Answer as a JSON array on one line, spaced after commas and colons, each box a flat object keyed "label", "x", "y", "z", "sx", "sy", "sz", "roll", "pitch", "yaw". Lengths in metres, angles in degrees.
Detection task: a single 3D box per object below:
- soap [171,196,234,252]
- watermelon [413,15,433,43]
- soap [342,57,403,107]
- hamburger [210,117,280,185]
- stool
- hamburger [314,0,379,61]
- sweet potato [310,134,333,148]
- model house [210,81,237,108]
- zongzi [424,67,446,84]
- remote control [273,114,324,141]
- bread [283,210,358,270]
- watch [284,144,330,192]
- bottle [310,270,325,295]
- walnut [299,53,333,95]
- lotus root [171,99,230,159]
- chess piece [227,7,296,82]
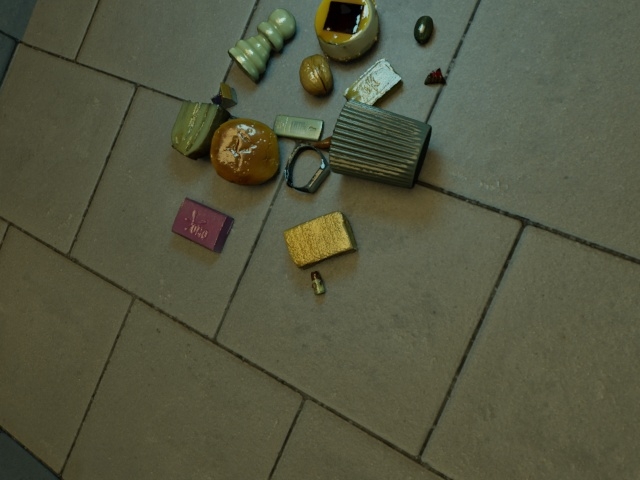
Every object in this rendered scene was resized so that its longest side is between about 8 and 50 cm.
[{"label": "soap", "x": -0.553, "y": -0.072, "z": 1.957, "sx": 0.259, "sy": 0.081, "sz": 0.181, "roll": 25, "pitch": 92, "yaw": 19}, {"label": "watermelon", "x": 0.423, "y": -0.865, "z": 1.714, "sx": 0.078, "sy": 0.078, "sz": 0.111, "roll": 18, "pitch": 92, "yaw": 19}, {"label": "soap", "x": 0.221, "y": -0.643, "z": 1.762, "sx": 0.233, "sy": 0.076, "sz": 0.135, "roll": -38, "pitch": 76, "yaw": 10}, {"label": "hamburger", "x": -0.327, "y": -0.386, "z": 1.844, "sx": 0.313, "sy": 0.170, "sz": 0.290, "roll": 5, "pitch": 95, "yaw": -10}, {"label": "stool", "x": 0.237, "y": -0.364, "z": 1.626, "sx": 0.329, "sy": 0.297, "sz": 0.297, "roll": 18, "pitch": 91, "yaw": 14}, {"label": "hamburger", "x": 0.114, "y": -0.911, "z": 1.771, "sx": 0.275, "sy": 0.179, "sz": 0.295, "roll": 16, "pitch": 93, "yaw": 22}, {"label": "sweet potato", "x": 0.038, "y": -0.426, "z": 1.811, "sx": 0.194, "sy": 0.056, "sz": 0.057, "roll": -11, "pitch": 81, "yaw": 28}, {"label": "model house", "x": -0.466, "y": -0.687, "z": 1.979, "sx": 0.100, "sy": 0.100, "sz": 0.088, "roll": -16, "pitch": 80, "yaw": 17}, {"label": "zongzi", "x": 0.472, "y": -0.676, "z": 1.702, "sx": 0.083, "sy": 0.067, "sz": 0.074, "roll": 4, "pitch": 74, "yaw": 0}, {"label": "remote control", "x": -0.100, "y": -0.505, "z": 1.873, "sx": 0.233, "sy": 0.038, "sz": 0.098, "roll": 12, "pitch": 89, "yaw": 18}, {"label": "bread", "x": 0.000, "y": 0.000, "z": 1.753, "sx": 0.274, "sy": 0.114, "sz": 0.185, "roll": -21, "pitch": 82, "yaw": 16}, {"label": "watch", "x": -0.069, "y": -0.311, "z": 1.831, "sx": 0.193, "sy": 0.068, "sz": 0.206, "roll": 38, "pitch": 94, "yaw": 21}, {"label": "bottle", "x": -0.016, "y": 0.181, "z": 1.773, "sx": 0.063, "sy": 0.047, "sz": 0.101, "roll": -23, "pitch": 77, "yaw": 25}, {"label": "walnut", "x": -0.019, "y": -0.713, "z": 1.816, "sx": 0.144, "sy": 0.144, "sz": 0.180, "roll": -27, "pitch": 82, "yaw": 14}, {"label": "lotus root", "x": -0.554, "y": -0.497, "z": 1.949, "sx": 0.266, "sy": 0.149, "sz": 0.261, "roll": 18, "pitch": 89, "yaw": 35}, {"label": "chess piece", "x": -0.250, "y": -0.910, "z": 1.907, "sx": 0.330, "sy": 0.182, "sz": 0.182, "roll": -45, "pitch": 73, "yaw": 3}]
